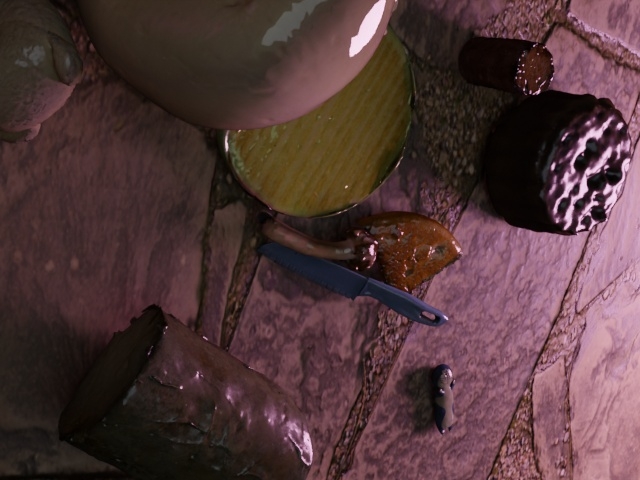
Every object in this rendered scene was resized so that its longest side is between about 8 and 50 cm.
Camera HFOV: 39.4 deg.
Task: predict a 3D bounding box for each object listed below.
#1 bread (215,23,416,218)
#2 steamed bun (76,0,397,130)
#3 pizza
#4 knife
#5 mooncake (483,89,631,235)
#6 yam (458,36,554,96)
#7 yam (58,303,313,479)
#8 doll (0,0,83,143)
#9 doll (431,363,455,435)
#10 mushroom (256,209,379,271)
[{"bbox_3d":[0.001,-0.173,1.173,0.301,0.045,0.301,-10,112,-26],"label":"bread"},{"bbox_3d":[-0.088,-0.266,0.964,0.312,0.334,0.233,-44,153,-3],"label":"steamed bun"},{"bbox_3d":[0.125,0.021,1.296,0.178,0.041,0.131,2,108,-22],"label":"pizza"},{"bbox_3d":[0.050,0.064,1.260,0.313,0.019,0.044,25,108,-22],"label":"knife"},{"bbox_3d":[0.367,-0.114,1.349,0.228,0.124,0.228,-9,108,-29],"label":"mooncake"},{"bbox_3d":[0.256,-0.242,1.238,0.079,0.141,0.079,-8,109,-25],"label":"yam"},{"bbox_3d":[-0.157,0.227,1.119,0.300,0.195,0.195,41,83,-31],"label":"yam"},{"bbox_3d":[-0.381,-0.227,0.913,0.278,0.175,0.149,30,51,-24],"label":"doll"},{"bbox_3d":[0.196,0.252,1.415,0.037,0.027,0.125,-20,114,-31],"label":"doll"},{"bbox_3d":[0.000,0.000,1.193,0.187,0.061,0.060,14,85,-31],"label":"mushroom"}]
